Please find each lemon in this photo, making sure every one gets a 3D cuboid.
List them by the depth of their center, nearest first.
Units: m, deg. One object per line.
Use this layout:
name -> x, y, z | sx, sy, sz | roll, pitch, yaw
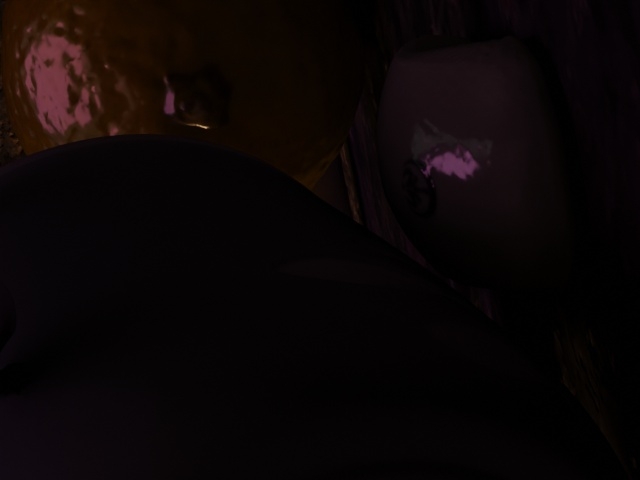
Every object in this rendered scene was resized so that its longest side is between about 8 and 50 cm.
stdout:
lemon -> -0.091, -0.121, 0.999 | 0.267, 0.267, 0.267 | 168, 90, -87

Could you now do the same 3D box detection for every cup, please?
cup -> -0.066, 0.079, 0.512 | 0.357, 0.259, 0.274 | 47, 174, -27

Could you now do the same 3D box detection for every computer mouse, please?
computer mouse -> 0.048, -0.034, 0.556 | 0.182, 0.056, 0.089 | -112, 15, -77

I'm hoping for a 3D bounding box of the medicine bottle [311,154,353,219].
medicine bottle -> 0.004, 0.085, 1.378 | 0.108, 0.108, 0.426 | -119, 17, -81
